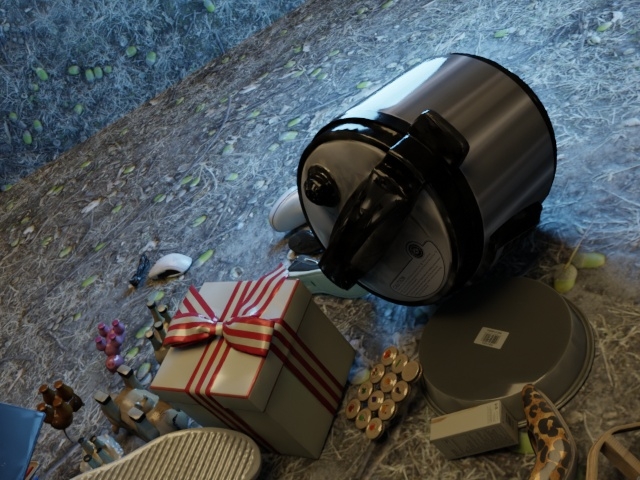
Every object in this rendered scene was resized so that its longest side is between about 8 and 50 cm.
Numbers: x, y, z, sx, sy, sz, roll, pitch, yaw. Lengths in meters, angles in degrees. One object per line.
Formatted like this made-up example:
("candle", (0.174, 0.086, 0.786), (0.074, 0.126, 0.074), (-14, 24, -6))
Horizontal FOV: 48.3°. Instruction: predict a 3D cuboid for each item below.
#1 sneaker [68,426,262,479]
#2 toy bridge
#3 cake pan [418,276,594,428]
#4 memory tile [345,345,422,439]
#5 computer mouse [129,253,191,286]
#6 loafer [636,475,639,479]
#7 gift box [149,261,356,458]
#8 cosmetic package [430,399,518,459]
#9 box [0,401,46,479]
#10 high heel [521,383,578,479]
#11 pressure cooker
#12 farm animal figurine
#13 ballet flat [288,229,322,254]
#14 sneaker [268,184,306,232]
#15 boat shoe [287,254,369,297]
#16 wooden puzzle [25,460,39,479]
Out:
("sneaker", (-0.268, 0.419, 1.217), (0.366, 0.150, 0.135), (-15, 61, 2))
("toy bridge", (0.378, 0.272, 0.900), (0.188, 0.026, 0.063), (-33, 68, -33))
("cake pan", (0.285, 0.170, 1.154), (0.293, 0.054, 0.293), (-22, 35, 17))
("memory tile", (0.103, 0.251, 1.189), (0.148, 0.012, 0.113), (-56, 29, -3))
("computer mouse", (-0.423, 0.065, 1.885), (0.193, 0.042, 0.106), (-12, 38, 29))
("loafer", (0.485, 0.253, 0.864), (0.251, 0.094, 0.087), (-45, 47, -10))
("gift box", (-0.117, 0.197, 1.247), (0.255, 0.258, 0.276), (-8, 48, 32))
("cosmetic package", (0.224, 0.279, 1.045), (0.115, 0.060, 0.041), (-23, 33, 29))
("box", (-0.643, 0.506, 1.248), (0.343, 0.179, 0.312), (-93, 25, -53))
("high heel", (0.254, 0.318, 0.948), (0.186, 0.093, 0.261), (-20, 44, 9))
("pressure cooker", (0.163, -0.091, 1.254), (0.376, 0.369, 0.420), (13, 40, 43))
("farm animal figurine", (-0.366, 0.312, 1.429), (0.330, 0.172, 0.327), (-37, 44, -21))
("ballet flat", (0.000, 0.000, 1.627), (0.173, 0.049, 0.057), (-9, 83, 33))
("sneaker", (-0.006, -0.099, 1.700), (0.258, 0.094, 0.091), (-34, 29, -3))
("boat shoe", (0.020, 0.067, 1.478), (0.233, 0.084, 0.079), (2, 47, 45))
("wooden puzzle", (-0.646, 0.507, 1.534), (0.116, 0.014, 0.078), (-12, 39, 28))
